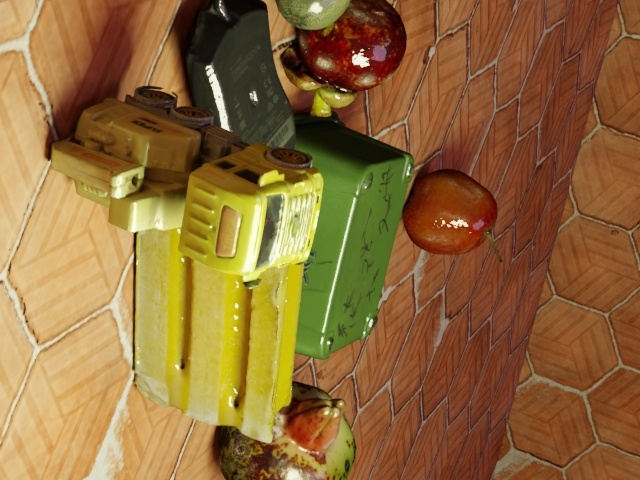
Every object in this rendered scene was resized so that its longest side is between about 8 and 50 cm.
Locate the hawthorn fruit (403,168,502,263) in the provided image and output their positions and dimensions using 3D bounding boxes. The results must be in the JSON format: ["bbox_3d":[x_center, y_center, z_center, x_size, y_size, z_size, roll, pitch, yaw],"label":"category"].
[{"bbox_3d":[0.254,-0.039,2.631,0.163,0.203,0.163,-57,160,-34],"label":"hawthorn fruit"}]

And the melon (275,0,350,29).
[{"bbox_3d":[-0.004,-0.324,1.846,0.131,0.098,0.098,-57,157,-23],"label":"melon"}]

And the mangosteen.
[{"bbox_3d":[0.028,-0.256,1.962,0.181,0.155,0.146,131,-32,-53],"label":"mangosteen"}]

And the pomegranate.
[{"bbox_3d":[-0.034,0.294,2.156,0.248,0.214,0.214,-42,-174,48],"label":"pomegranate"}]

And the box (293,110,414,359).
[{"bbox_3d":[0.000,0.000,2.049,0.252,0.177,0.329,-23,131,-65],"label":"box"}]

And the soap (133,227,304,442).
[{"bbox_3d":[-0.122,0.081,1.789,0.091,0.199,0.315,-52,153,-49],"label":"soap"}]

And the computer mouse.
[{"bbox_3d":[-0.107,-0.175,1.729,0.147,0.088,0.264,-53,144,-43],"label":"computer mouse"}]

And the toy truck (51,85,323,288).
[{"bbox_3d":[-0.144,-0.057,1.498,0.157,0.272,0.124,-24,133,-51],"label":"toy truck"}]
